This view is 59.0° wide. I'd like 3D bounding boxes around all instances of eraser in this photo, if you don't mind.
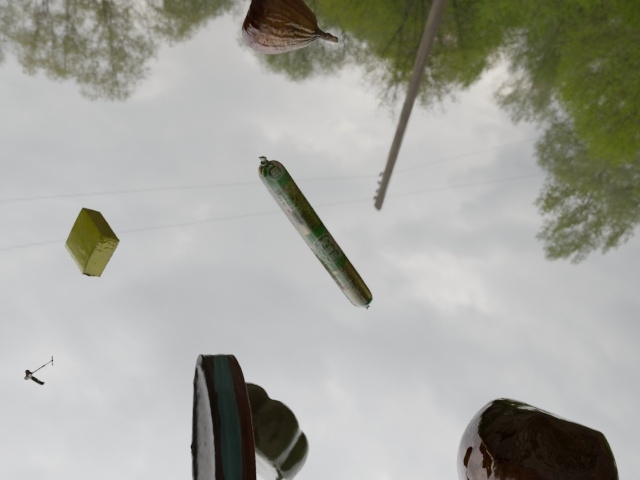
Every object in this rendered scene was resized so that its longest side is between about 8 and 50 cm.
[{"bbox_3d":[-0.465,0.004,1.150,0.045,0.097,0.122,19,-165,-48],"label":"eraser"}]

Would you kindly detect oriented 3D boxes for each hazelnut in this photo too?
[{"bbox_3d":[0.317,0.355,0.858,0.218,0.217,0.234,-13,-162,-38],"label":"hazelnut"}]

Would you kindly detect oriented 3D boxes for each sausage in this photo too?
[{"bbox_3d":[0.000,0.000,0.684,0.033,0.269,0.032,-23,-144,18],"label":"sausage"}]

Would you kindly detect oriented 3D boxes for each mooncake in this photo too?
[{"bbox_3d":[-0.148,0.451,1.324,0.275,0.274,0.135,29,-126,20],"label":"mooncake"}]

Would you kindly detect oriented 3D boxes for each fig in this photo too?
[{"bbox_3d":[-0.057,-0.370,0.950,0.153,0.119,0.119,0,-145,-32],"label":"fig"}]

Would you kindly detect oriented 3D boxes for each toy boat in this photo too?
[{"bbox_3d":[-0.169,0.342,0.959,0.080,0.136,0.392,25,-149,-32],"label":"toy boat"}]

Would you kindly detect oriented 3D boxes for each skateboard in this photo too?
[{"bbox_3d":[-0.722,0.344,1.481,0.083,0.063,0.032,-34,-140,3],"label":"skateboard"}]
